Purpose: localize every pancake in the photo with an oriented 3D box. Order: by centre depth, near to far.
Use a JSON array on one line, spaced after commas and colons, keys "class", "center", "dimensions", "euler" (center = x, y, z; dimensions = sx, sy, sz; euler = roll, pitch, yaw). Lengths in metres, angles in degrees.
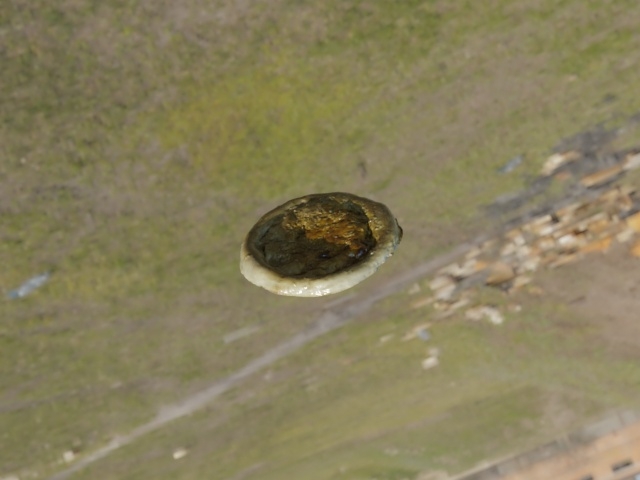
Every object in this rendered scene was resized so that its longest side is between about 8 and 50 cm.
[{"class": "pancake", "center": [0.000, 0.001, 1.081], "dimensions": [0.151, 0.152, 0.025], "euler": [-19, 123, -11]}]
